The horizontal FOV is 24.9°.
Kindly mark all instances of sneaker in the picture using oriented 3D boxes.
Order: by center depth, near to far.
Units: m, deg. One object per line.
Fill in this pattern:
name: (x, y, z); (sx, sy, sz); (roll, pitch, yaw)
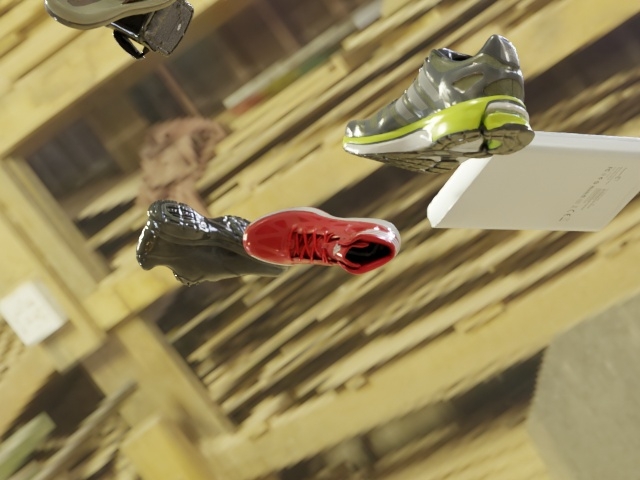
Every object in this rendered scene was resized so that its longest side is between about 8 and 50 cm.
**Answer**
sneaker: (0.133, -0.149, 1.645); (0.300, 0.111, 0.121); (-8, 72, 53)
sneaker: (0.000, 0.000, 1.992); (0.221, 0.087, 0.128); (-3, 5, 2)
sneaker: (-0.190, 0.022, 2.508); (0.130, 0.286, 0.109); (-60, 30, 22)

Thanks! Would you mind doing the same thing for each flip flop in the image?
flip flop: (-0.291, -0.386, 2.123); (0.277, 0.112, 0.080); (-32, -32, -46)

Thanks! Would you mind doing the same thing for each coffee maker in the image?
coffee maker: (-0.312, -0.390, 2.310); (0.120, 0.178, 0.171); (-53, -23, -21)

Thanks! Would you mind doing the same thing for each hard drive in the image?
hard drive: (0.335, -0.083, 2.130); (0.308, 0.040, 0.203); (2, -35, -28)
